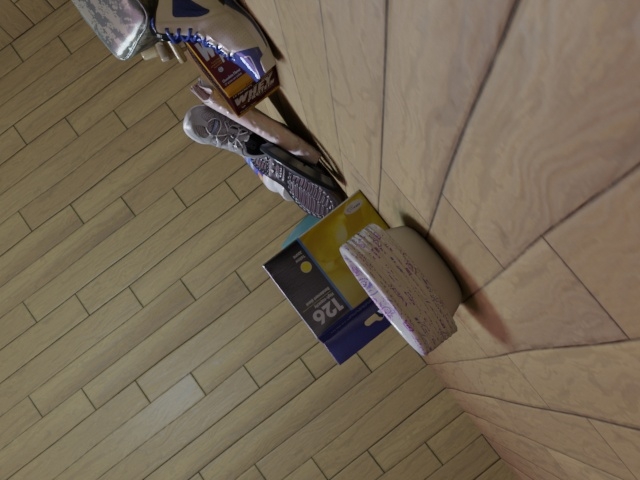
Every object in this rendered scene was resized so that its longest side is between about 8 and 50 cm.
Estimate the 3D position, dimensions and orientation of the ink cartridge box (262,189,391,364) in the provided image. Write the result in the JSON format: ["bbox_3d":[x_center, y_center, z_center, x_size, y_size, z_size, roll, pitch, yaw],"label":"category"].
[{"bbox_3d":[0.068,0.090,1.790,0.307,0.303,0.072,51,178,8],"label":"ink cartridge box"}]

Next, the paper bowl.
[{"bbox_3d":[0.178,0.084,1.516,0.284,0.148,0.284,53,177,4],"label":"paper bowl"}]

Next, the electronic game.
[{"bbox_3d":[-0.058,-0.192,1.950,0.229,0.048,0.229,30,-173,-4],"label":"electronic game"}]

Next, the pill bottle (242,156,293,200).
[{"bbox_3d":[-0.147,-0.256,2.460,0.272,0.152,0.152,51,177,34],"label":"pill bottle"}]

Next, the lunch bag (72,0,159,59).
[{"bbox_3d":[-0.413,-0.601,1.649,0.305,0.256,0.212,51,141,-5],"label":"lunch bag"}]

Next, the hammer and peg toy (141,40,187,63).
[{"bbox_3d":[-0.441,-0.595,1.952,0.361,0.127,0.266,-88,-21,-69],"label":"hammer and peg toy"}]

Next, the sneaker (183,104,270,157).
[{"bbox_3d":[-0.240,-0.294,2.002,0.281,0.105,0.115,14,-178,-43],"label":"sneaker"}]

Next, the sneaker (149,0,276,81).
[{"bbox_3d":[-0.245,-0.440,1.522,0.316,0.182,0.127,53,178,-9],"label":"sneaker"}]

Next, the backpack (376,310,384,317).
[{"bbox_3d":[0.190,0.112,1.911,0.115,0.152,0.182,44,161,32],"label":"backpack"}]

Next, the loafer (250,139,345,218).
[{"bbox_3d":[-0.048,-0.204,2.172,0.366,0.130,0.134,42,140,23],"label":"loafer"}]

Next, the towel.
[{"bbox_3d":[-0.179,-0.329,1.995,0.331,0.053,0.317,26,-171,-25],"label":"towel"}]

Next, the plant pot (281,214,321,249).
[{"bbox_3d":[0.000,0.000,2.431,0.165,0.234,0.166,53,176,-16],"label":"plant pot"}]

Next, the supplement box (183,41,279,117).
[{"bbox_3d":[-0.206,-0.416,1.705,0.191,0.129,0.194,52,177,5],"label":"supplement box"}]
